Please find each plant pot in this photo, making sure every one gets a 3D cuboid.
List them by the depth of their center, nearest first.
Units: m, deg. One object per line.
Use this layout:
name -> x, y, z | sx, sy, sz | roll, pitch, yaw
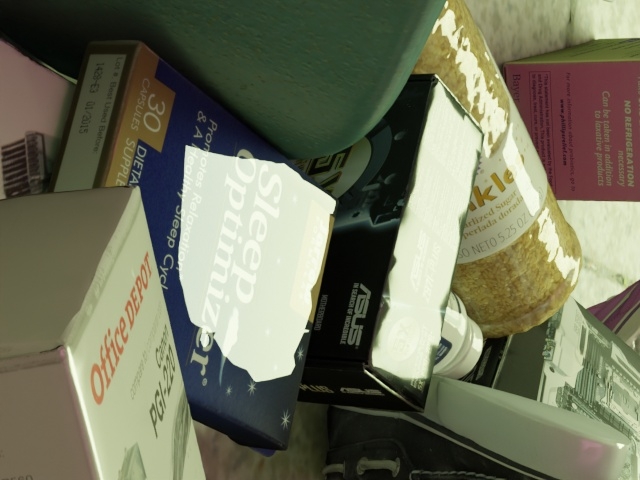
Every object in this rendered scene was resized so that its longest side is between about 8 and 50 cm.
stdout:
plant pot -> -0.034, -0.180, 0.756 | 0.252, 0.247, 0.248 | 104, 8, -59

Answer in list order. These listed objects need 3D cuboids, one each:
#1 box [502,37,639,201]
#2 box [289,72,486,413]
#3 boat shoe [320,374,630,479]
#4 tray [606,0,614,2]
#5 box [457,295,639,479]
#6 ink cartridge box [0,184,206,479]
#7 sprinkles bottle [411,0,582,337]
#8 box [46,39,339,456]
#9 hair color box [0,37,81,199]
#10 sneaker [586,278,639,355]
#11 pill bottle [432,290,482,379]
box -> 0.308, -0.105, 1.327 | 0.213, 0.243, 0.117 | -21, 109, -57
box -> 0.000, 0.000, 0.925 | 0.077, 0.147, 0.180 | 41, 59, -52
boat shoe -> 0.077, 0.136, 0.957 | 0.108, 0.301, 0.102 | 17, 84, -25
tray -> 0.220, -0.347, 1.374 | 0.145, 0.030, 0.270 | -2, 93, -57
box -> 0.226, 0.193, 1.171 | 0.307, 0.076, 0.242 | 41, 33, -6
ink cartridge box -> -0.096, 0.107, 0.577 | 0.158, 0.092, 0.218 | -84, 163, -69
sprinkles bottle -> 0.070, -0.082, 1.059 | 0.355, 0.121, 0.121 | 57, 46, -43
box -> -0.050, 0.015, 0.756 | 0.225, 0.036, 0.136 | 37, 60, -56
hair color box -> -0.158, 0.099, 0.714 | 0.185, 0.110, 0.339 | 30, 67, -55
sneaker -> 0.309, 0.042, 1.387 | 0.282, 0.161, 0.102 | -39, 100, -14
pill bottle -> 0.057, 0.052, 1.079 | 0.120, 0.067, 0.067 | 33, 63, -42
